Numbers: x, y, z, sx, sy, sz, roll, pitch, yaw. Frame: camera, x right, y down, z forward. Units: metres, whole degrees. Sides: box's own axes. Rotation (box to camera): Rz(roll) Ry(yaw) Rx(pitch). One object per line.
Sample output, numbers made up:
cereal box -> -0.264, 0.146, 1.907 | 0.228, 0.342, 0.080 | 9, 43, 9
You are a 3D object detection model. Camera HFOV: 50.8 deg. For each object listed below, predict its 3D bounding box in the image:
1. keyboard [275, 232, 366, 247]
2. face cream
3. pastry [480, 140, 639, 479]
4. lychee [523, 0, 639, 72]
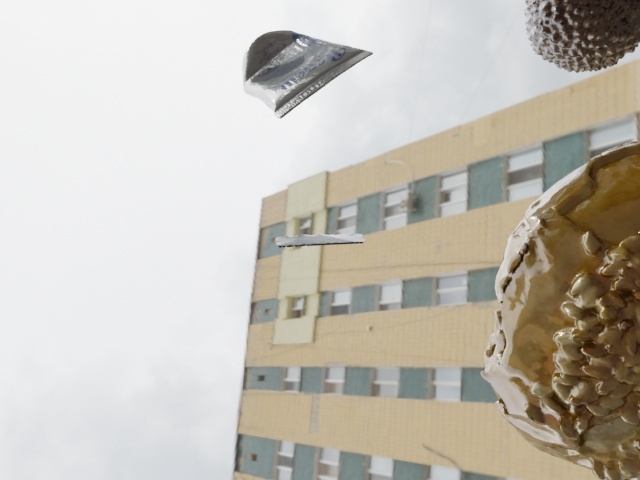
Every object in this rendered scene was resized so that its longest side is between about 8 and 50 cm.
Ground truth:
keyboard -> 0.000, 0.002, 1.494 | 0.196, 0.074, 0.015 | -3, -71, -5
face cream -> -0.064, -0.382, 1.523 | 0.235, 0.420, 0.137 | -35, -59, -7
pastry -> 0.269, 0.047, 0.470 | 0.310, 0.162, 0.255 | -27, -63, -18
lychee -> 0.535, -0.471, 1.383 | 0.267, 0.267, 0.268 | 7, -102, -35
